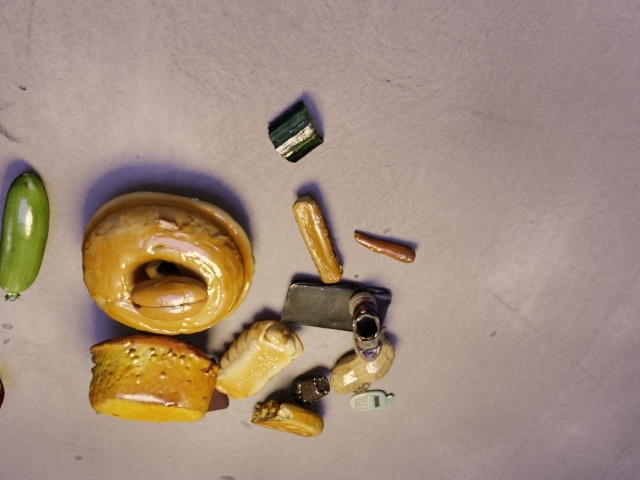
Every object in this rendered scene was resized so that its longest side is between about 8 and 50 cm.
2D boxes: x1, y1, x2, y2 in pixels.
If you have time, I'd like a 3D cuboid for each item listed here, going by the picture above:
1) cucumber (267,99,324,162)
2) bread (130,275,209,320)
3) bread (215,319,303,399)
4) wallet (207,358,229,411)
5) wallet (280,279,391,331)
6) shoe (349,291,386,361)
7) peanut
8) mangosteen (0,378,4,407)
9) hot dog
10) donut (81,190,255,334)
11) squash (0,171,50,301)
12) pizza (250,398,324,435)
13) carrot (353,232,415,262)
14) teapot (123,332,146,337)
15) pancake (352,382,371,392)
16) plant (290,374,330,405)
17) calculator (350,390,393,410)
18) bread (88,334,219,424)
[{"bbox_3d":[-0.055,-0.253,1.201,0.115,0.062,0.116,-31,118,20],"label":"cucumber"},{"bbox_3d":[-0.363,0.142,1.194,0.189,0.077,0.114,-4,125,-4],"label":"bread"},{"bbox_3d":[-0.208,0.366,1.548,0.173,0.121,0.311,39,112,-21],"label":"bread"},{"bbox_3d":[-0.414,0.496,1.663,0.182,0.049,0.229,-11,124,0],"label":"wallet"},{"bbox_3d":[0.049,0.200,1.503,0.318,0.045,0.172,9,120,-12],"label":"wallet"},{"bbox_3d":[0.143,0.269,1.451,0.099,0.125,0.227,-13,110,-4],"label":"shoe"},{"bbox_3d":[0.131,0.409,1.598,0.256,0.123,0.123,-41,116,18],"label":"peanut"},{"bbox_3d":[-1.076,0.480,1.528,0.216,0.216,0.216,-2,123,-3],"label":"mangosteen"},{"bbox_3d":[-0.001,0.000,1.363,0.083,0.068,0.289,-1,130,25],"label":"hot dog"},{"bbox_3d":[-0.394,0.066,1.302,0.449,0.198,0.449,-2,121,-3],"label":"donut"},{"bbox_3d":[-0.769,0.006,1.291,0.107,0.107,0.395,19,118,-15],"label":"squash"},{"bbox_3d":[-0.070,0.605,1.682,0.268,0.087,0.258,26,152,-23],"label":"pizza"},{"bbox_3d":[0.178,0.019,1.403,0.191,0.047,0.047,18,120,-8],"label":"carrot"},{"bbox_3d":[-0.568,0.322,1.539,0.083,0.064,0.064,19,134,22],"label":"teapot"},{"bbox_3d":[0.127,0.484,1.708,0.108,0.017,0.108,-3,122,-6],"label":"pancake"},{"bbox_3d":[-0.034,0.490,1.648,0.092,0.094,0.143,-5,156,-44],"label":"plant"},{"bbox_3d":[0.181,0.566,1.761,0.153,0.021,0.095,-7,123,2],"label":"calculator"},{"bbox_3d":[-0.475,0.395,1.401,0.358,0.204,0.337,13,143,-13],"label":"bread"}]
